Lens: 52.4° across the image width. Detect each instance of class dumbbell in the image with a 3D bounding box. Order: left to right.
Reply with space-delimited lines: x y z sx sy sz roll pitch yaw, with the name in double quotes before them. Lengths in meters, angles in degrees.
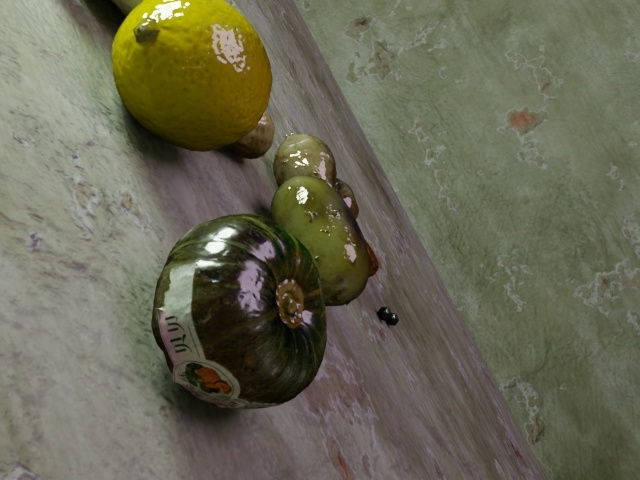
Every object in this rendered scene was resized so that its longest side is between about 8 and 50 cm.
"dumbbell" 0.194 0.217 1.860 0.083 0.036 0.040 39 28 -54

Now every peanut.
"peanut" -0.169 -0.242 1.366 0.236 0.120 0.110 30 72 -73

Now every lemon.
"lemon" -0.207 -0.275 1.067 0.267 0.267 0.267 54 16 -24

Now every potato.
"potato" 0.000 0.000 1.370 0.210 0.173 0.307 15 51 -67

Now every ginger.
"ginger" -0.002 -0.120 1.668 0.304 0.155 0.244 58 6 -40

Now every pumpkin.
"pumpkin" -0.110 0.093 0.851 0.260 0.189 0.260 25 61 -57

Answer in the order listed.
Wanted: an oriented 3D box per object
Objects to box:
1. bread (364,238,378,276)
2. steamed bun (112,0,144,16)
"bread" 0.098 0.029 1.855 0.193 0.064 0.193 48 16 -19
"steamed bun" -0.331 -0.581 1.206 0.312 0.233 0.333 53 8 -32
